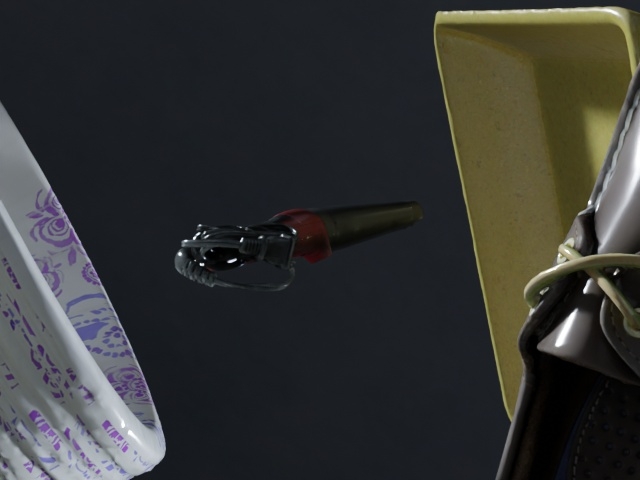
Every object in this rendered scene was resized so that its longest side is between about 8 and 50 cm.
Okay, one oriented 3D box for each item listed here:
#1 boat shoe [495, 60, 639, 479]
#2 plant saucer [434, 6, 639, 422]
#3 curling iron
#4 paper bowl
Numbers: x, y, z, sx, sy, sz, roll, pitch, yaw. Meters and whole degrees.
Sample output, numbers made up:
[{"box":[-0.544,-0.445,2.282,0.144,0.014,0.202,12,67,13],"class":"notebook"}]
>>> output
[{"box":[0.127,0.053,0.599,0.096,0.325,0.116,10,-176,-34],"class":"boat shoe"},{"box":[0.192,0.003,1.031,0.081,0.333,0.333,-14,-169,-13],"class":"plant saucer"},{"box":[0.000,0.000,0.947,0.068,0.035,0.274,11,-170,25],"class":"curling iron"},{"box":[-0.207,0.022,0.808,0.284,0.148,0.284,63,176,7],"class":"paper bowl"}]
